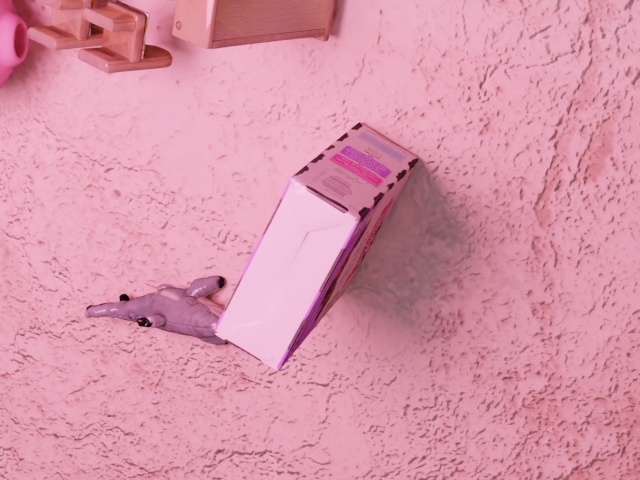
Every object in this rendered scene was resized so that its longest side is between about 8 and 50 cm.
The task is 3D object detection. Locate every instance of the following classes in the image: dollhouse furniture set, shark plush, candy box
[{"bbox_3d":[-0.123,-0.259,1.223,0.242,0.161,0.212,27,117,34],"label":"dollhouse furniture set"},{"bbox_3d":[-0.161,0.068,1.363,0.161,0.067,0.073,14,113,15],"label":"shark plush"},{"bbox_3d":[0.000,0.000,1.209,0.070,0.196,0.165,31,116,7],"label":"candy box"}]

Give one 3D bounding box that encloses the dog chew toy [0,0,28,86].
[{"bbox_3d":[-0.445,-0.203,1.306,0.332,0.206,0.206,6,110,10],"label":"dog chew toy"}]
